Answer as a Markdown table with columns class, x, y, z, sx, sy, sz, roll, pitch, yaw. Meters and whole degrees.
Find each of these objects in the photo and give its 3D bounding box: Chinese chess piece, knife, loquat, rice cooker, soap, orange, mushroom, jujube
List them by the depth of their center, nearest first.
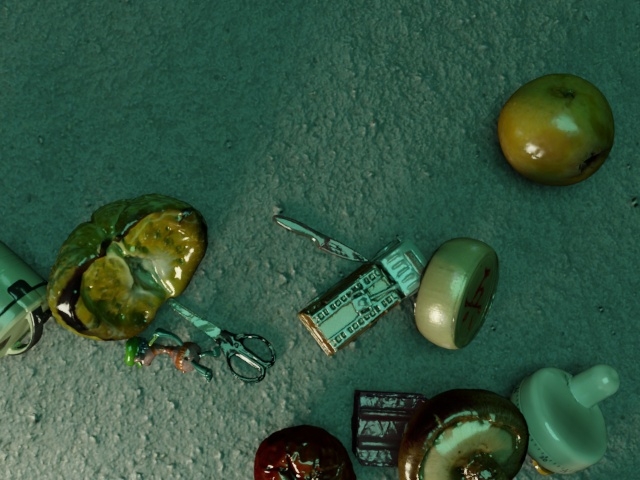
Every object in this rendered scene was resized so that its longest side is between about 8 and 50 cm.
| class | x | y | z | sx | sy | sz | roll | pitch | yaw |
| --- | --- | --- | --- | --- | --- | --- | --- | --- | --- |
| mushroom | 0.302 | 0.449 | 1.699 | 0.297 | 0.163 | 0.278 | -44 | 85 | 2 |
| rice cooker | -0.690 | 0.135 | 1.718 | 0.244 | 0.226 | 0.226 | 41 | 81 | -2 |
| jujube | -0.030 | 0.512 | 1.739 | 0.212 | 0.213 | 0.232 | -18 | 89 | -7 |
| orange | -0.420 | 0.043 | 1.751 | 0.368 | 0.271 | 0.210 | -43 | 45 | -10 |
| Chinese chess piece | 0.303 | 0.115 | 1.798 | 0.103 | 0.250 | 0.250 | 20 | 79 | 30 |
| soap | 0.196 | 0.422 | 1.816 | 0.249 | 0.099 | 0.162 | 5 | 82 | -4 |
| loquat | 0.542 | -0.255 | 1.881 | 0.262 | 0.263 | 0.263 | 1 | 82 | -5 |
| knife | 0.000 | 0.000 | 1.899 | 0.247 | 0.018 | 0.036 | 26 | 78 | -2 |

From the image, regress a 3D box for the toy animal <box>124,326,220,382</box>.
| class | x | y | z | sx | sy | sz | roll | pitch | yaw |
| --- | --- | --- | --- | --- | --- | --- | --- | --- | --- |
| toy animal | -0.325 | 0.246 | 1.793 | 0.208 | 0.100 | 0.103 | 13 | 120 | 9 |

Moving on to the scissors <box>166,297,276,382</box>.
| class | x | y | z | sx | sy | sz | roll | pitch | yaw |
| --- | --- | --- | --- | --- | --- | --- | --- | --- | --- |
| scissors | -0.238 | 0.208 | 1.846 | 0.300 | 0.022 | 0.109 | 36 | 77 | 1 |

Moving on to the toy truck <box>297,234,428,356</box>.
| class | x | y | z | sx | sy | sz | roll | pitch | yaw |
| --- | --- | --- | --- | --- | --- | --- | --- | --- | --- |
| toy truck | 0.108 | 0.120 | 1.814 | 0.305 | 0.162 | 0.136 | -37 | 89 | -8 |

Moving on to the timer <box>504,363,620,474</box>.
| class | x | y | z | sx | sy | sz | roll | pitch | yaw |
| --- | --- | --- | --- | --- | --- | --- | --- | --- | --- |
| timer | 0.537 | 0.381 | 1.783 | 0.233 | 0.240 | 0.234 | 24 | 43 | -25 |
